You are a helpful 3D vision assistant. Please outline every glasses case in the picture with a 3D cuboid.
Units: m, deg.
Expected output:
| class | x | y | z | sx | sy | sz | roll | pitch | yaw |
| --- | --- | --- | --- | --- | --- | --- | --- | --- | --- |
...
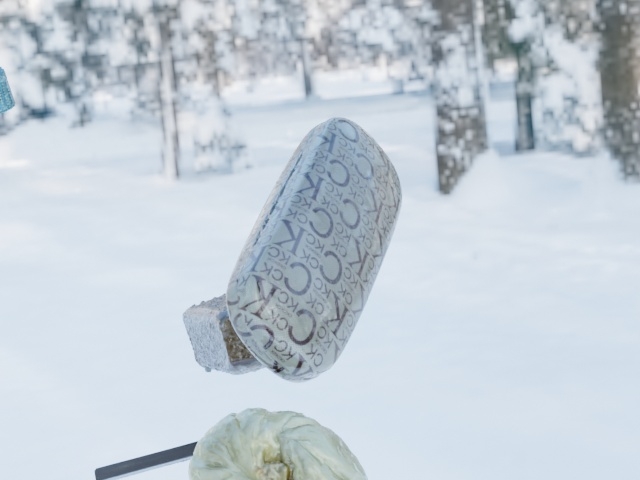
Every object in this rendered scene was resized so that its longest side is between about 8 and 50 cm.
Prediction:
| class | x | y | z | sx | sy | sz | roll | pitch | yaw |
| --- | --- | --- | --- | --- | --- | --- | --- | --- | --- |
| glasses case | 0.000 | 0.000 | 1.414 | 0.085 | 0.137 | 0.355 | -30 | 23 | 36 |

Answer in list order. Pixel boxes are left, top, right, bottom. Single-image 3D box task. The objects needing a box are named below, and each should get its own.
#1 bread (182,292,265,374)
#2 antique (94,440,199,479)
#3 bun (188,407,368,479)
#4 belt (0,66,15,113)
| class | x | y | z | sx | sy | sz | roll | pitch | yaw |
| --- | --- | --- | --- | --- | --- | --- | --- | --- | --- |
| bread | -0.100 | 0.127 | 2.003 | 0.165 | 0.113 | 0.416 | -22 | 2 | -12 |
| antique | -0.136 | 0.211 | 1.341 | 0.192 | 0.015 | 0.031 | -17 | -14 | 18 |
| bun | -0.034 | 0.237 | 1.227 | 0.164 | 0.188 | 0.111 | -20 | -17 | -9 |
| belt | -0.378 | -0.121 | 1.254 | 0.179 | 0.065 | 0.100 | -20 | 42 | -15 |
